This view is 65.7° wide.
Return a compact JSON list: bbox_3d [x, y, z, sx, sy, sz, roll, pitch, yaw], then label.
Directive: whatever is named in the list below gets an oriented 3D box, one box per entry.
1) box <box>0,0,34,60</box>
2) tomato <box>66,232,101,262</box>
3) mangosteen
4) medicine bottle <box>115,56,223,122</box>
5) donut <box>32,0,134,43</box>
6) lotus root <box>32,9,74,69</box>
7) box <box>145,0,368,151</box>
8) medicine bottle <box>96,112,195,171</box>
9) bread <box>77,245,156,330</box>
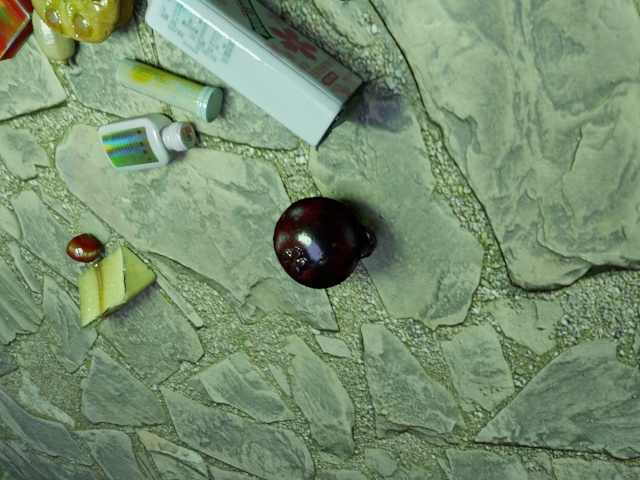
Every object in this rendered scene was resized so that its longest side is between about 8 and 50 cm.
[{"bbox_3d":[-0.692,-0.489,1.080,0.175,0.048,0.112,-24,109,32],"label":"box"},{"bbox_3d":[-0.658,0.021,1.383,0.087,0.087,0.075,32,99,-2],"label":"tomato"},{"bbox_3d":[0.000,0.000,1.046,0.209,0.210,0.210,10,125,15],"label":"mangosteen"},{"bbox_3d":[-0.316,-0.318,1.038,0.218,0.074,0.074,22,127,8],"label":"medicine bottle"},{"bbox_3d":[-0.462,-0.499,0.945,0.226,0.114,0.227,10,125,15],"label":"donut"},{"bbox_3d":[-0.566,-0.436,1.053,0.062,0.072,0.151,45,144,47],"label":"lotus root"},{"bbox_3d":[-0.100,-0.323,0.877,0.369,0.190,0.112,37,127,-4],"label":"box"},{"bbox_3d":[-0.388,-0.223,1.120,0.219,0.078,0.115,-3,118,23],"label":"medicine bottle"},{"bbox_3d":[-0.598,0.146,1.432,0.141,0.178,0.266,25,138,-37],"label":"bread"}]
